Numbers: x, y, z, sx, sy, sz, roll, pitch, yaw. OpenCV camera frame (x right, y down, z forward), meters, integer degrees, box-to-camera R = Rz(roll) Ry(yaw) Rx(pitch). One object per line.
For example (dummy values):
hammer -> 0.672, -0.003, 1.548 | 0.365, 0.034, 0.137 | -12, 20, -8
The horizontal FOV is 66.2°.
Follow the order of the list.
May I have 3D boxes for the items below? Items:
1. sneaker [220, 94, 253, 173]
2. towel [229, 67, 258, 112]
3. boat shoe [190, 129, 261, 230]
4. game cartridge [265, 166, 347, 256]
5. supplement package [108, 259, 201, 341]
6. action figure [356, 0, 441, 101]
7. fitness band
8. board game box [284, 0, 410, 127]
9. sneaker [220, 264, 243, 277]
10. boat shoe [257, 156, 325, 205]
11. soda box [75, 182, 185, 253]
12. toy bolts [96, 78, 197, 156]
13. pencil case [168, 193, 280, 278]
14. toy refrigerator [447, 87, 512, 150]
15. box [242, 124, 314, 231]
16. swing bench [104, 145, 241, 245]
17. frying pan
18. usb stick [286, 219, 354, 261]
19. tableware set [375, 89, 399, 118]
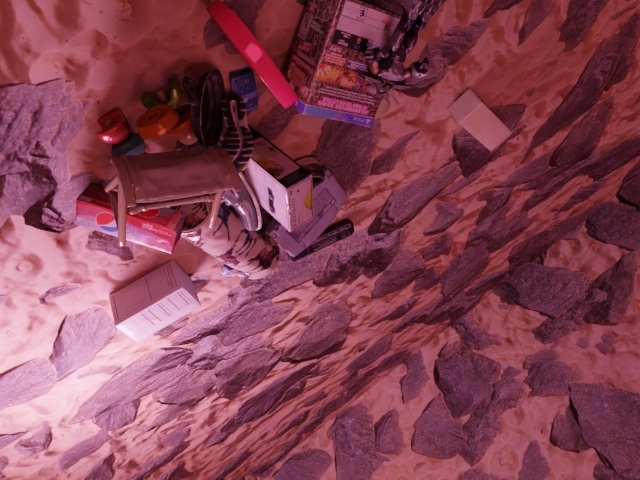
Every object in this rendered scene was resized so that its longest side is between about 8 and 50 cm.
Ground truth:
sneaker -> -0.217, -0.266, 1.281 | 0.082, 0.208, 0.094 | 0, 164, -10
towel -> -0.201, -0.394, 1.303 | 0.067, 0.029, 0.119 | -22, 142, -15
boat shoe -> -0.265, -0.152, 1.394 | 0.099, 0.116, 0.319 | -34, 121, -23
game cartridge -> -0.039, -0.090, 1.689 | 0.294, 0.060, 0.196 | -48, 139, -5
supplement package -> -0.549, 0.202, 1.635 | 0.244, 0.139, 0.134 | -29, 142, -3
action figure -> 0.196, -0.472, 1.197 | 0.185, 0.099, 0.285 | -5, 130, -39
fitness band -> -0.150, -0.431, 1.146 | 0.054, 0.209, 0.291 | -39, 140, 6
board game box -> 0.060, -0.469, 1.274 | 0.232, 0.141, 0.291 | 1, 123, -36
sneaker -> -0.292, 0.099, 1.778 | 0.135, 0.052, 0.058 | -8, 133, -29
boat shoe -> -0.119, -0.174, 1.556 | 0.285, 0.092, 0.102 | -23, 142, -12
soda box -> -0.507, -0.058, 1.317 | 0.263, 0.083, 0.092 | 18, 126, -7
toy bolts -> -0.403, -0.244, 1.189 | 0.229, 0.218, 0.158 | -24, 133, 4
pencil case -> -0.283, -0.021, 1.555 | 0.183, 0.160, 0.410 | -48, 142, -1
toy refrigerator -> 0.574, -0.431, 1.765 | 0.270, 0.094, 0.102 | 19, 127, -45
box -> -0.142, -0.175, 1.367 | 0.087, 0.290, 0.169 | -32, 144, -24
swing bench -> -0.360, -0.125, 1.175 | 0.253, 0.165, 0.255 | -12, 164, -31
frying pan -> -0.283, -0.301, 1.162 | 0.053, 0.326, 0.197 | 8, 114, 4
usb stick -> 0.000, 0.000, 1.879 | 0.278, 0.045, 0.077 | -24, 136, -10
tableware set -> 0.143, -0.447, 1.483 | 0.128, 0.039, 0.194 | -30, 139, 16
